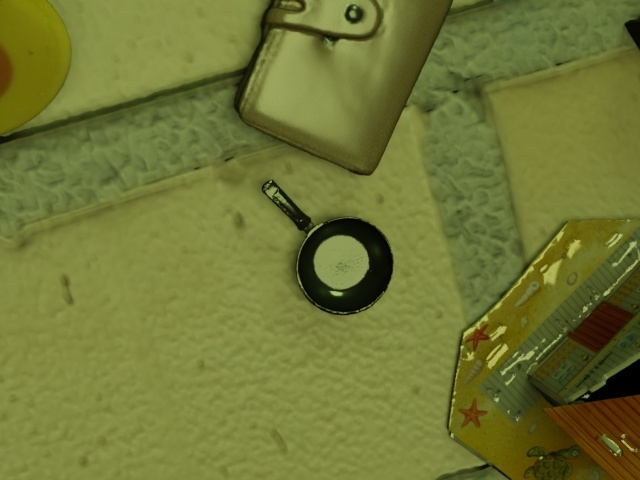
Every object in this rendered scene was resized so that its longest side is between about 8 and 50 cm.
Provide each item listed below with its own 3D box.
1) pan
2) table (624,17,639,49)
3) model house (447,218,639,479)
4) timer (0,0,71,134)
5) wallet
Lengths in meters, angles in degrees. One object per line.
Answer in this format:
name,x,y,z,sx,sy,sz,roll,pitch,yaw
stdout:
pan,0.000,0.000,0.799,0.068,0.023,0.115,-44,107,-3
table,0.281,-0.143,0.820,0.082,0.070,0.083,-38,103,-9
model house,0.218,0.109,0.808,0.219,0.136,0.207,-44,106,-3
timer,-0.317,-0.157,0.570,0.376,0.376,0.387,-5,143,-12
wallet,0.016,-0.130,0.778,0.118,0.039,0.153,22,94,-17
